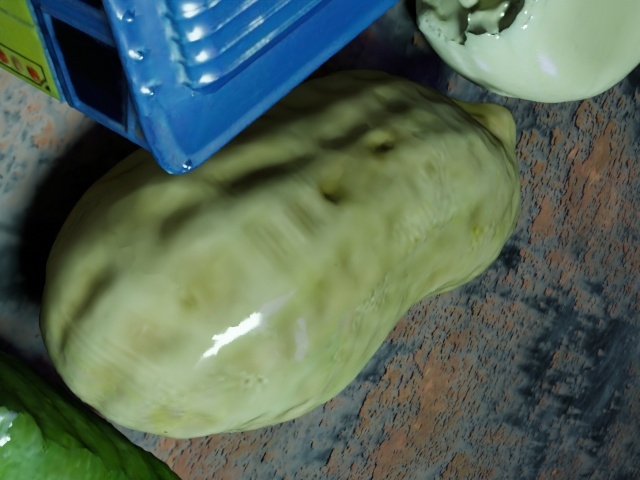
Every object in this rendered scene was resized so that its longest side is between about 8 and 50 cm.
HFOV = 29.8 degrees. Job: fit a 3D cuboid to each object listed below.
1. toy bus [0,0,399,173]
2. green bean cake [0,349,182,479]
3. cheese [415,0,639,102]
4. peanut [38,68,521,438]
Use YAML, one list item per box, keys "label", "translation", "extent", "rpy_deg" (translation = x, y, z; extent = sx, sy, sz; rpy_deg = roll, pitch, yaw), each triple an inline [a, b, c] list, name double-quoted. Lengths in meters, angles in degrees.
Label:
- label: "toy bus"
  translation: [-0.029, -0.181, 0.538]
  extent: [0.287, 0.175, 0.138]
  rpy_deg: [-43, 144, -27]
- label: "green bean cake"
  translation: [-0.201, 0.171, 0.639]
  extent: [0.222, 0.125, 0.248]
  rpy_deg: [-55, 146, -5]
- label: "cheese"
  translation: [0.181, -0.226, 0.853]
  extent: [0.233, 0.127, 0.266]
  rpy_deg: [17, 100, -58]
- label: "peanut"
  translation: [0.000, 0.000, 0.739]
  extent: [0.387, 0.169, 0.192]
  rpy_deg: [-27, 142, -43]
